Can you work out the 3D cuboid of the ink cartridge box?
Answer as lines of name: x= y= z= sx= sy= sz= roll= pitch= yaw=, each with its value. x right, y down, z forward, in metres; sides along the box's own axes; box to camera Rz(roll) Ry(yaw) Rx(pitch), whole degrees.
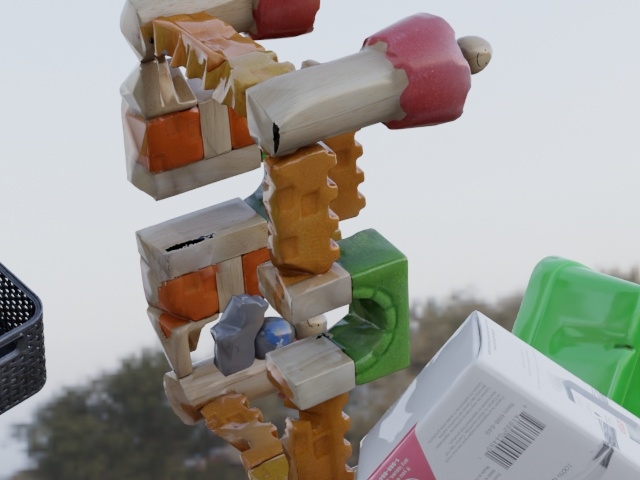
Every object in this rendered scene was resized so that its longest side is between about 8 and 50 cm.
ink cartridge box: x=0.158 y=0.181 z=1.235 sx=0.218 sy=0.158 sz=0.092 roll=34 pitch=22 yaw=-11

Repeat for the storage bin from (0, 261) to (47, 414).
storage bin: x=-0.309 y=0.061 z=1.261 sx=0.122 sy=0.180 sz=0.084 roll=-31 pitch=-36 yaw=-33

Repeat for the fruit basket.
fruit basket: x=0.282 y=0.230 z=1.726 sx=0.283 sy=0.392 sz=0.392 roll=26 pitch=-19 yaw=-18

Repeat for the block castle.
block castle: x=0.000 y=0.000 z=1.353 sx=0.213 sy=0.453 sz=0.303 roll=-20 pitch=34 yaw=-25
